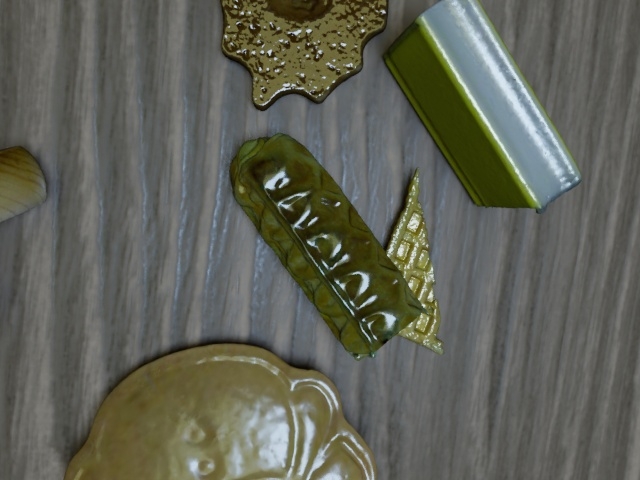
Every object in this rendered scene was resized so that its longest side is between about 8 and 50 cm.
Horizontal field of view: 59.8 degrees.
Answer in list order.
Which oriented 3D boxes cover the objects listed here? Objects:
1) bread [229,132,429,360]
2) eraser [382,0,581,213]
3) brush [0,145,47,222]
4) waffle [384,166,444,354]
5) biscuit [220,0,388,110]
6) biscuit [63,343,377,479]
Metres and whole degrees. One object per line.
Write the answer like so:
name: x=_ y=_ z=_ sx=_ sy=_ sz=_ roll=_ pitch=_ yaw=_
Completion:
bread: x=-0.001 y=0.001 z=0.604 sx=0.087 sy=0.098 sz=0.269 roll=-34 pitch=86 yaw=-40
eraser: x=0.160 y=-0.140 z=0.588 sx=0.069 sy=0.158 sz=0.226 roll=-34 pitch=98 yaw=0
brush: x=-0.394 y=0.017 z=0.549 sx=0.266 sy=0.174 sz=0.166 roll=-24 pitch=110 yaw=-20
waffle: x=0.129 y=0.026 z=0.660 sx=0.125 sy=0.032 sz=0.191 roll=24 pitch=94 yaw=-5
biscuit: x=-0.025 y=-0.245 z=0.622 sx=0.182 sy=0.034 sz=0.215 roll=26 pitch=94 yaw=-7
biscuit: x=-0.094 y=0.281 z=0.608 sx=0.312 sy=0.057 sz=0.351 roll=-30 pitch=83 yaw=-7
